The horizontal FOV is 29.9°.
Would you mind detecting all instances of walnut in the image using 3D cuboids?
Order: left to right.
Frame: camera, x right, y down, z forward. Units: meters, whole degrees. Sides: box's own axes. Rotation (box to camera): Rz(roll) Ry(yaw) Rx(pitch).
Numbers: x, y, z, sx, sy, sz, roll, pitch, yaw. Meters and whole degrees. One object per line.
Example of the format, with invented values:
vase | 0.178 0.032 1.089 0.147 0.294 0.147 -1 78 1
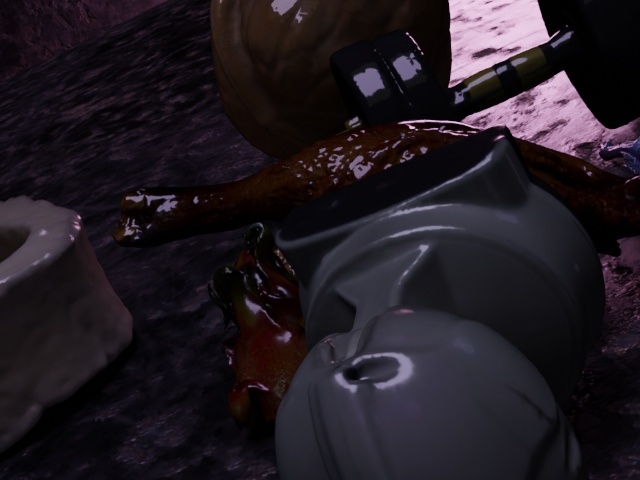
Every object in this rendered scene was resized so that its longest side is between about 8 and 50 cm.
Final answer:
walnut | 0.012 -0.219 1.304 0.285 0.285 0.296 -38 4 -27

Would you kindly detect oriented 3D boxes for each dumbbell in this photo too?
dumbbell | 0.171 -0.147 1.094 0.388 0.185 0.185 -26 23 1

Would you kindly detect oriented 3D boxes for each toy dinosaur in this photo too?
toy dinosaur | 0.290 -0.073 0.996 0.080 0.045 0.197 -41 18 -4

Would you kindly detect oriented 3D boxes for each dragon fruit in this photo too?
dragon fruit | -0.034 0.075 0.942 0.138 0.175 0.142 -27 -9 -29

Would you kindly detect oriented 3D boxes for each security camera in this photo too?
security camera | 0.069 0.089 0.690 0.197 0.191 0.277 -21 25 21

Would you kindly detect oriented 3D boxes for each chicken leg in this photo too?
chicken leg | 0.044 -0.034 0.872 0.407 0.096 0.158 -1 -16 2

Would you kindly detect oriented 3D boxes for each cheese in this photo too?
cheese | -0.355 0.095 1.145 0.332 0.153 0.292 -10 27 35

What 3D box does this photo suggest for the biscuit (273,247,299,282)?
biscuit | 0.000 0.000 1.139 0.064 0.034 0.199 -5 31 40
